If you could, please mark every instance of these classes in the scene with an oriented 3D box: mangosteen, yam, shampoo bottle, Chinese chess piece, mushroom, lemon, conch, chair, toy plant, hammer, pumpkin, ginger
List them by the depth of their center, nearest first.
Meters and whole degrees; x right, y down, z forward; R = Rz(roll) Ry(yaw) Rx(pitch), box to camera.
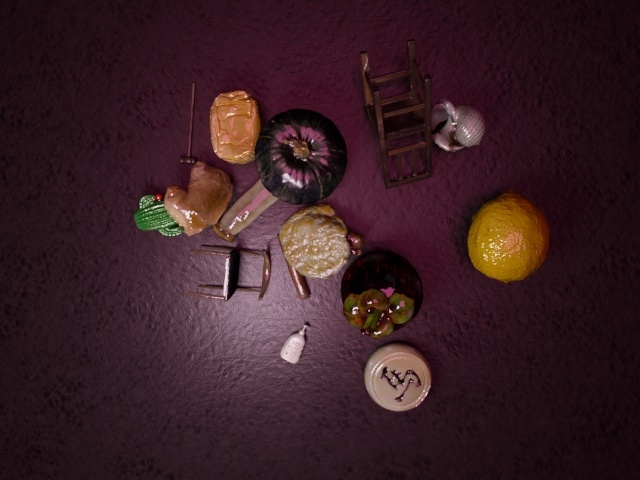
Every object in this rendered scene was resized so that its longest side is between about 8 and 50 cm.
[{"bbox_3d":[-0.066,-0.279,1.615,0.322,0.241,0.324,1,86,-10],"label":"pumpkin"},{"bbox_3d":[0.635,-0.013,1.632,0.267,0.268,0.323,-6,93,2],"label":"lemon"},{"bbox_3d":[0.204,0.185,1.641,0.310,0.311,0.312,0,96,1],"label":"mangosteen"},{"bbox_3d":[0.267,-0.423,1.648,0.202,0.416,0.241,-14,51,2],"label":"chair"},{"bbox_3d":[0.475,-0.400,1.662,0.172,0.131,0.200,-42,76,29],"label":"conch"},{"bbox_3d":[-0.428,-0.152,1.662,0.221,0.130,0.276,16,73,-32],"label":"ginger"},{"bbox_3d":[-0.323,0.116,1.709,0.271,0.166,0.188,6,96,1],"label":"chair"},{"bbox_3d":[-0.470,-0.422,1.730,0.058,0.029,0.293,5,94,-2],"label":"hammer"},{"bbox_3d":[-0.257,-0.119,1.731,0.312,0.081,0.100,-44,99,1],"label":"mushroom"},{"bbox_3d":[-0.548,-0.089,1.736,0.240,0.088,0.155,7,104,-17],"label":"toy plant"},{"bbox_3d":[-0.098,0.096,1.764,0.046,0.046,0.264,-19,94,3],"label":"yam"},{"bbox_3d":[0.287,0.504,1.772,0.249,0.101,0.251,0,96,0],"label":"Chinese chess piece"},{"bbox_3d":[-0.089,0.378,1.793,0.077,0.045,0.152,26,98,0],"label":"shampoo bottle"}]

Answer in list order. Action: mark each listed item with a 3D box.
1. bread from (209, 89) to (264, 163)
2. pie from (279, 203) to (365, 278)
[{"bbox_3d":[-0.284,-0.394,1.673,0.178,0.133,0.251,-4,95,2],"label":"bread"},{"bbox_3d":[-0.008,0.004,1.701,0.257,0.105,0.274,-44,73,-1],"label":"pie"}]
